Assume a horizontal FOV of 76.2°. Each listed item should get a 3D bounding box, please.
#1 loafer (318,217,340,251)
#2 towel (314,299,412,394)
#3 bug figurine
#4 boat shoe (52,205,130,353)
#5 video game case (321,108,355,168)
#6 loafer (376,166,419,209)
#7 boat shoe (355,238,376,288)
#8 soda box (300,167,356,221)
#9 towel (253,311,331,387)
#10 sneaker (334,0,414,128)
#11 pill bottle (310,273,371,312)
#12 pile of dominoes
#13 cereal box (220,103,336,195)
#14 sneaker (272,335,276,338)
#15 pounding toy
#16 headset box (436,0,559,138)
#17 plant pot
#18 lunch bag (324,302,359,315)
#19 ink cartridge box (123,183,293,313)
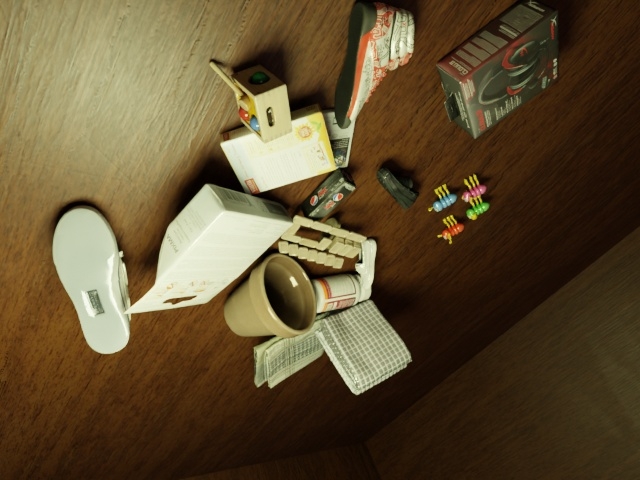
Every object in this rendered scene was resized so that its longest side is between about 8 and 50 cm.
[{"bbox_3d":[0.034,-0.020,1.299,0.050,0.056,0.148,-6,146,-27],"label":"loafer"},{"bbox_3d":[0.147,0.358,1.434,0.235,0.283,0.121,-23,149,-22],"label":"towel"},{"bbox_3d":[0.501,-0.111,1.459,0.216,0.072,0.279,-33,141,6],"label":"bug figurine"},{"bbox_3d":[-0.539,0.083,1.011,0.136,0.156,0.366,-12,110,-13],"label":"boat shoe"},{"bbox_3d":[-0.008,-0.250,1.043,0.191,0.022,0.173,-13,139,-20],"label":"video game case"},{"bbox_3d":[0.238,-0.169,1.241,0.078,0.076,0.223,-44,144,11],"label":"loafer"},{"bbox_3d":[0.154,0.084,1.435,0.063,0.066,0.184,1,110,-15],"label":"boat shoe"},{"bbox_3d":[0.020,-0.124,1.153,0.053,0.060,0.169,20,129,-43],"label":"soda box"},{"bbox_3d":[-0.104,0.425,1.542,0.324,0.056,0.312,-22,145,-25],"label":"towel"},{"bbox_3d":[0.123,-0.377,0.915,0.145,0.090,0.270,-7,130,-22],"label":"sneaker"},{"bbox_3d":[0.067,0.186,1.486,0.221,0.121,0.121,-6,136,-30],"label":"pill bottle"},{"bbox_3d":[0.000,0.000,1.251,0.251,0.040,0.196,17,142,-21],"label":"pile of dominoes"},{"bbox_3d":[-0.096,-0.211,0.978,0.240,0.047,0.173,-15,140,3],"label":"cereal box"},{"bbox_3d":[-0.138,0.328,1.544,0.135,0.097,0.276,7,127,-37],"label":"sneaker"},{"bbox_3d":[-0.140,-0.294,0.842,0.100,0.130,0.141,-29,143,-18],"label":"pounding toy"},{"bbox_3d":[0.446,-0.423,1.049,0.293,0.110,0.218,-35,142,8],"label":"headset box"},{"bbox_3d":[-0.177,0.198,1.290,0.229,0.263,0.263,-26,146,28],"label":"plant pot"},{"bbox_3d":[0.120,0.389,1.624,0.160,0.262,0.223,-16,142,-15],"label":"lunch bag"},{"bbox_3d":[-0.291,0.034,1.059,0.385,0.091,0.308,-41,162,18],"label":"ink cartridge box"}]
